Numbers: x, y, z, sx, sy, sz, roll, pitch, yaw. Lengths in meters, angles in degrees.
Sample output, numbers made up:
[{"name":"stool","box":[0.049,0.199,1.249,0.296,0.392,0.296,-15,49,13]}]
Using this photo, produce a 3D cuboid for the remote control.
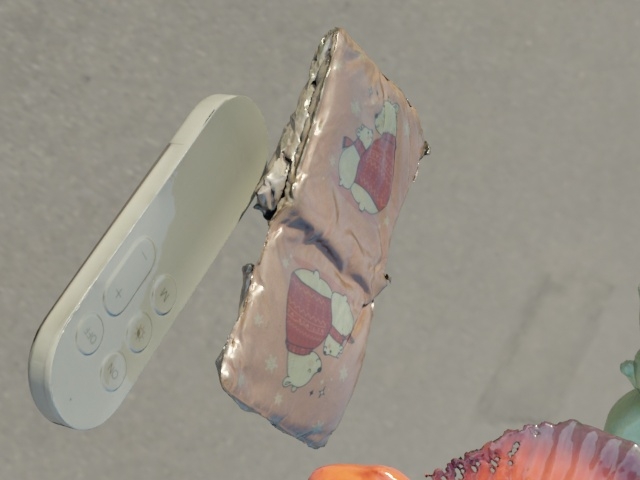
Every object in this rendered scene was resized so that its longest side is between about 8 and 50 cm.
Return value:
[{"name":"remote control","box":[-0.097,0.007,0.966,0.245,0.022,0.077,-58,143,-33]}]

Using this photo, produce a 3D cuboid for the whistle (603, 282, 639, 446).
[{"name":"whistle","box":[0.306,0.142,1.419,0.067,0.126,0.258,-69,155,-54]}]

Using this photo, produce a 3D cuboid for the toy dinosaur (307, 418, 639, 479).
[{"name":"toy dinosaur","box":[0.119,0.162,0.639,0.139,0.286,0.070,-53,166,-3]}]

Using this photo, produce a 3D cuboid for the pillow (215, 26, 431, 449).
[{"name":"pillow","box":[0.000,0.000,1.040,0.135,0.049,0.248,36,67,-48]}]
